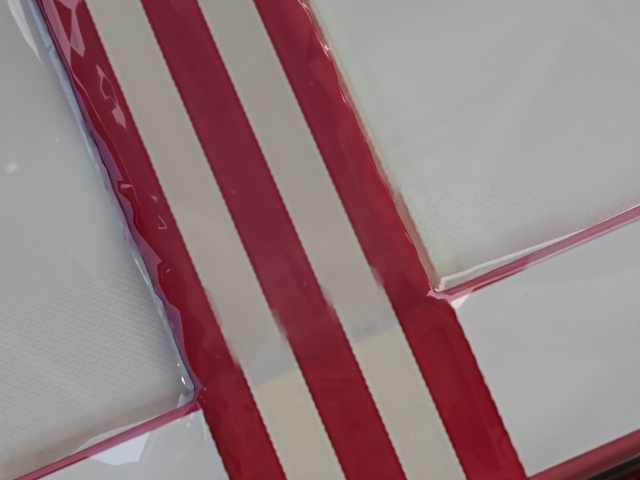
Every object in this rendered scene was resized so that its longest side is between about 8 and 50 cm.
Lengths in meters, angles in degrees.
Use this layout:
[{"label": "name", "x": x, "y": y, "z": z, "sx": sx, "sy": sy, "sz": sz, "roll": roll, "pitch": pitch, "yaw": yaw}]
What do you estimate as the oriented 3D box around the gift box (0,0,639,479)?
[{"label": "gift box", "x": 0.000, "y": 0.000, "z": 0.526, "sx": 0.255, "sy": 0.258, "sz": 0.276, "roll": -24, "pitch": -13, "yaw": 3}]
